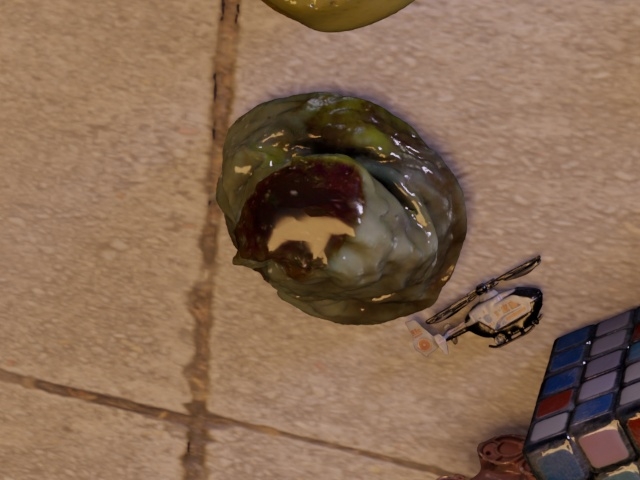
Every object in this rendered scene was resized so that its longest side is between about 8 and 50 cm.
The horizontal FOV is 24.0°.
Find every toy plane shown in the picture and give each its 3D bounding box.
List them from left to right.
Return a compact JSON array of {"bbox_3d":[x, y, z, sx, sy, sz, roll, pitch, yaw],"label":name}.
[{"bbox_3d":[0.199,0.094,1.833,0.197,0.053,0.078,-28,93,24],"label":"toy plane"}]

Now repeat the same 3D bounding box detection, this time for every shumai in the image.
[{"bbox_3d":[0.000,0.000,1.736,0.309,0.263,0.304,4,110,16],"label":"shumai"}]

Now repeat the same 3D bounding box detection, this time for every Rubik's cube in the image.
[{"bbox_3d":[0.428,0.235,1.684,0.287,0.293,0.292,-25,101,24],"label":"Rubik's cube"}]

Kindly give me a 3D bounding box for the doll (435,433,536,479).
[{"bbox_3d":[0.256,0.381,1.837,0.284,0.216,0.268,12,124,50],"label":"doll"}]

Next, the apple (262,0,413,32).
[{"bbox_3d":[0.026,-0.365,1.590,0.279,0.279,0.279,6,113,15],"label":"apple"}]
